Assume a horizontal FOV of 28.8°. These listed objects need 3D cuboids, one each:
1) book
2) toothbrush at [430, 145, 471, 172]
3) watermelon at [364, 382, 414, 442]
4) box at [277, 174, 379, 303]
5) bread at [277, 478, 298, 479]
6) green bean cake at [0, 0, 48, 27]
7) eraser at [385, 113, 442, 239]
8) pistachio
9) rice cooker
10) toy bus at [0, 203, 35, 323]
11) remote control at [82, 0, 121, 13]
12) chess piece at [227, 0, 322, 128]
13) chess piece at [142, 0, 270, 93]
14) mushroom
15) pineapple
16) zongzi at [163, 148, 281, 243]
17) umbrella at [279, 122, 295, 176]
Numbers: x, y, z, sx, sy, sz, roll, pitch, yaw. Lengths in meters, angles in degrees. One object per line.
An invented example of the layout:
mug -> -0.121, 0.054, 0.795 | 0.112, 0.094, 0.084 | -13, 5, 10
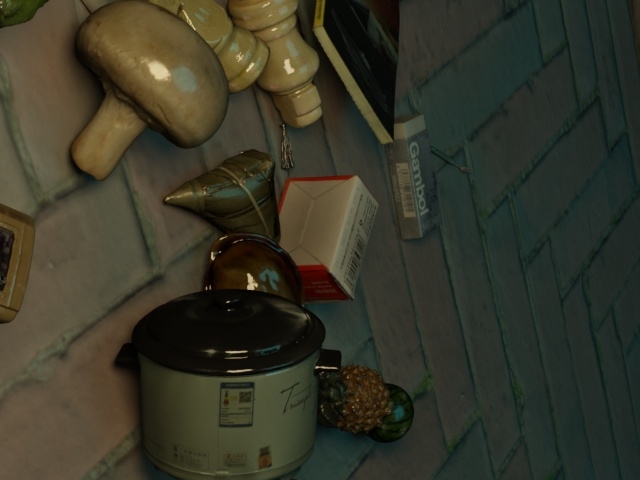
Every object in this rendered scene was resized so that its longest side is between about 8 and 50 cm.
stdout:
book -> 0.063, -0.370, 2.011 | 0.262, 0.028, 0.373 | 54, 31, -41
toothbrush -> 0.251, -0.155, 2.401 | 0.167, 0.014, 0.011 | 23, 77, -56
watermelon -> 0.107, 0.288, 2.064 | 0.109, 0.109, 0.109 | 5, 84, -58
box -> 0.000, 0.000, 1.875 | 0.099, 0.133, 0.182 | 48, 48, -46
bread -> -0.068, 0.461, 1.796 | 0.092, 0.074, 0.239 | 24, 68, -61
green bean cake -> -0.365, -0.363, 1.275 | 0.249, 0.156, 0.247 | 62, 39, -36
eraser -> 0.166, -0.114, 2.229 | 0.092, 0.046, 0.212 | -31, 115, -55
pistachio -> -0.091, 0.085, 1.727 | 0.165, 0.131, 0.210 | -31, 108, -29
rice cooker -> -0.114, 0.171, 1.564 | 0.241, 0.281, 0.227 | -76, 167, -70
toy bus -> -0.415, -0.006, 1.174 | 0.289, 0.157, 0.139 | 31, 62, -54
remote control -> -0.284, -0.347, 1.514 | 0.229, 0.044, 0.073 | 56, 41, -41
chess piece -> -0.080, -0.337, 1.786 | 0.117, 0.117, 0.397 | -57, 136, -43
chess piece -> -0.166, -0.288, 1.683 | 0.200, 0.090, 0.090 | 37, 57, -39
mushroom -> -0.224, -0.173, 1.498 | 0.215, 0.207, 0.207 | -51, 141, 0
pineapple -> -0.003, 0.238, 1.884 | 0.130, 0.119, 0.277 | -48, 148, 14
zongzi -> -0.135, -0.018, 1.738 | 0.178, 0.081, 0.189 | -29, 129, -32
umbrella -> -0.052, -0.139, 1.907 | 0.031, 0.020, 0.083 | -20, 100, -58
